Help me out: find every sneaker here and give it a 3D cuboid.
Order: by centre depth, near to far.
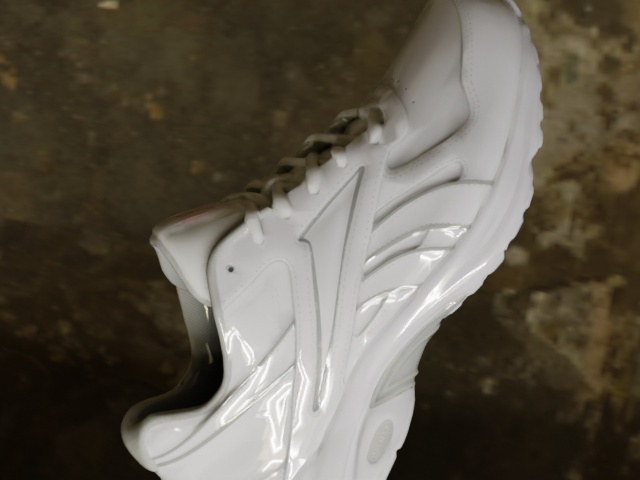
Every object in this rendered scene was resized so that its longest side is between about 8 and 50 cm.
[{"bbox_3d":[0.000,0.000,0.711,0.115,0.090,0.232,25,86,-18],"label":"sneaker"}]
